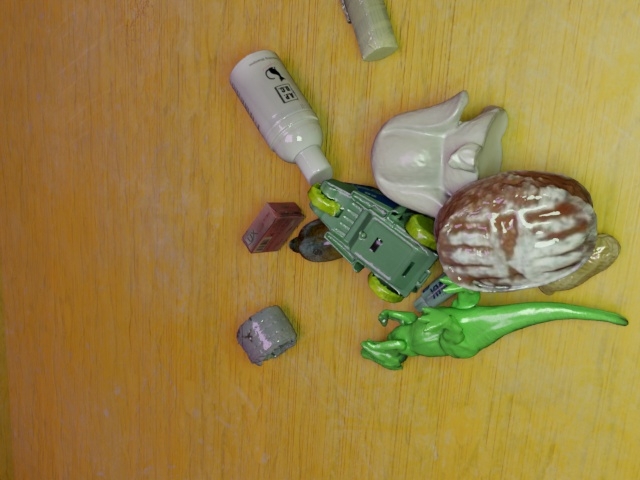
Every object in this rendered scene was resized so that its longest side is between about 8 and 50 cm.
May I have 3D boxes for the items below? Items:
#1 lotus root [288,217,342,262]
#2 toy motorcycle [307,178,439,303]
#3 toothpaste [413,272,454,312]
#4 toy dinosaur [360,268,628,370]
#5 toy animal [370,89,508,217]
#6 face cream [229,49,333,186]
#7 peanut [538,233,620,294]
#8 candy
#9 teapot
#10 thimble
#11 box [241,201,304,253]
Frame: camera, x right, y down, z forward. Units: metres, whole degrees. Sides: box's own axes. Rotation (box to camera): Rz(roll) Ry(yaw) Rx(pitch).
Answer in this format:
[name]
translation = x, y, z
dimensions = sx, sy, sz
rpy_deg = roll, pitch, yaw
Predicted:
[lotus root]
translation = 0.000, 0.000, 1.478
dimensions = 0.192, 0.088, 0.113
rpy_deg = -13, 74, 38
[toy motorcycle]
translation = 0.130, -0.034, 1.321
dimensions = 0.326, 0.200, 0.191
rpy_deg = 40, 120, 12
[toothpaste]
translation = 0.318, 0.066, 1.281
dimensions = 0.297, 0.048, 0.074
rpy_deg = -44, 72, 30
[toy dinosaur]
translation = 0.337, 0.229, 1.259
dimensions = 0.500, 0.144, 0.374
rpy_deg = 10, 145, 7
[toy animal]
translation = 0.227, -0.174, 1.206
dimensions = 0.265, 0.206, 0.271
rpy_deg = 13, 108, 31
[face cream]
translation = -0.075, -0.285, 1.447
dimensions = 0.145, 0.145, 0.369
rpy_deg = -42, 74, 34
[peanut]
translation = 0.491, 0.043, 1.128
dimensions = 0.174, 0.080, 0.080
rpy_deg = -44, 72, 35
[candy]
translation = 0.350, -0.013, 1.063
dimensions = 0.290, 0.157, 0.214
rpy_deg = -15, 114, 20
[teapot]
translation = 0.099, -0.508, 1.324
dimensions = 0.107, 0.077, 0.200
rpy_deg = -19, 86, 57
[thimble]
translation = -0.146, 0.262, 1.607
dimensions = 0.151, 0.127, 0.118
rpy_deg = -47, 69, 38
[box]
translation = -0.126, -0.034, 1.550
dimensions = 0.156, 0.111, 0.060
rpy_deg = -49, 62, 31
